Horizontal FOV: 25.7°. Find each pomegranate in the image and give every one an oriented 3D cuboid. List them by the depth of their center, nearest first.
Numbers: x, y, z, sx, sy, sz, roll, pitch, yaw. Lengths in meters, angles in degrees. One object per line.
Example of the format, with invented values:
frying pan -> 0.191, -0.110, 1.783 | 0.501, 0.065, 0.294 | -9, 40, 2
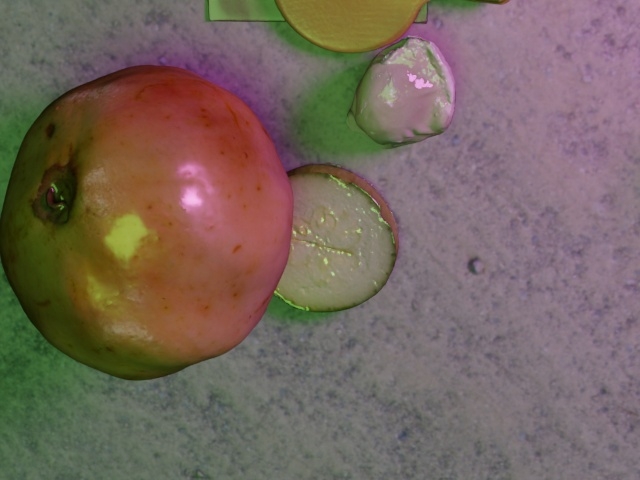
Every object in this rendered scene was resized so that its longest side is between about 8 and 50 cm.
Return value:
pomegranate -> -0.222, -0.028, 1.846 | 0.411, 0.411, 0.412 | 3, 112, 8

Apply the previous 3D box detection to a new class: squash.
squash -> 0.001, -0.002, 1.990 | 0.219, 0.041, 0.219 | 5, 112, 13

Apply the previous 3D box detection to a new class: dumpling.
dumpling -> 0.111, -0.187, 1.860 | 0.136, 0.118, 0.199 | 32, 141, -13

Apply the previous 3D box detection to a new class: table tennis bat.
table tennis bat -> 0.090, -0.338, 1.829 | 0.320, 0.050, 0.199 | 4, 113, 11

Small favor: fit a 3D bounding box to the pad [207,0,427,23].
pad -> -0.006, -0.385, 1.854 | 0.299, 0.005, 0.202 | 3, 112, 9
